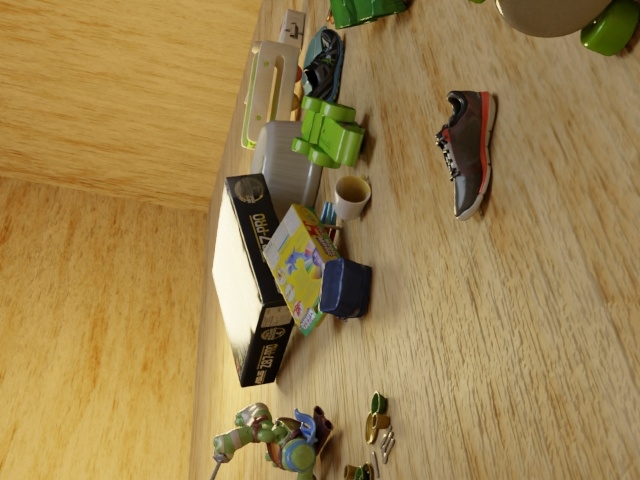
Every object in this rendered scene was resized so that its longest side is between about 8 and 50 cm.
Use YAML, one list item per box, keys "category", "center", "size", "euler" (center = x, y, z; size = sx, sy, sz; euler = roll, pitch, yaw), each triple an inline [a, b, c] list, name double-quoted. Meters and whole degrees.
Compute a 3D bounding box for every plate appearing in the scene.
- category: "plate"
  center: [-0.020, -0.447, 2.085]
  size: [0.188, 0.024, 0.188]
  euler: [-169, 90, -76]

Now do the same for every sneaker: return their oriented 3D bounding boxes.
- category: "sneaker"
  center: [0.159, -0.101, 0.963]
  size: [0.061, 0.064, 0.158]
  euler: [144, 135, -72]
- category: "sneaker"
  center: [0.004, -0.382, 1.809]
  size: [0.067, 0.078, 0.188]
  euler: [135, 144, -67]

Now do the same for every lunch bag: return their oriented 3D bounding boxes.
- category: "lunch bag"
  center: [0.043, 0.081, 1.325]
  size: [0.067, 0.065, 0.098]
  euler: [-11, 67, 59]

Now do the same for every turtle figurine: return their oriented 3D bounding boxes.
- category: "turtle figurine"
  center: [-0.100, 0.390, 1.407]
  size: [0.266, 0.197, 0.275]
  euler: [-174, 98, -81]

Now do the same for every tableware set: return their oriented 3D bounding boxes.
- category: "tableware set"
  center: [0.063, 0.290, 1.162]
  size: [0.104, 0.024, 0.154]
  euler: [-98, 21, -54]

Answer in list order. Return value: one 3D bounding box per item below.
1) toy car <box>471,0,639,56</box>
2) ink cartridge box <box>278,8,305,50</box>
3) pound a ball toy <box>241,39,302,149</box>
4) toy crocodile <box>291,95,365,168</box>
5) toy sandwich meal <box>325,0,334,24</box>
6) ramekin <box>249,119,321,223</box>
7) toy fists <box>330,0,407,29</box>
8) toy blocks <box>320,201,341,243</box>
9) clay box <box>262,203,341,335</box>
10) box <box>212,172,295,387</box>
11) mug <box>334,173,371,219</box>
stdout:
- category: "toy car"
  center: [0.216, -0.281, 0.702]
  size: [0.149, 0.155, 0.188]
  euler: [125, 161, -61]
- category: "ink cartridge box"
  center: [-0.088, -0.583, 2.405]
  size: [0.099, 0.056, 0.135]
  euler: [127, 151, -63]
- category: "pound a ball toy"
  center: [-0.128, -0.401, 2.261]
  size: [0.208, 0.135, 0.319]
  euler: [168, 111, -77]
- category: "toy crocodile"
  center: [0.023, -0.206, 1.584]
  size: [0.340, 0.105, 0.115]
  euler: [-134, 56, -69]
- category: "toy sandwich meal"
  center: [0.033, -0.540, 1.918]
  size: [0.085, 0.029, 0.086]
  euler: [-170, 90, -77]
- category: "ramekin"
  center: [-0.088, -0.155, 1.923]
  size: [0.273, 0.127, 0.273]
  euler: [-169, 90, -77]
- category: "toy fists"
  center: [0.081, -0.459, 1.460]
  size: [0.279, 0.096, 0.142]
  euler: [-146, 44, -73]
- category: "toy blocks"
  center: [0.000, 0.000, 1.587]
  size: [0.123, 0.054, 0.148]
  euler: [-169, 89, -76]
- category: "clay box"
  center: [-0.022, 0.054, 1.490]
  size: [0.127, 0.053, 0.222]
  euler: [-57, 44, 30]
- category: "box"
  center: [-0.148, 0.096, 1.810]
  size: [0.395, 0.097, 0.318]
  euler: [109, 150, -55]
- category: "mug"
  center: [0.057, -0.070, 1.427]
  size: [0.062, 0.078, 0.064]
  euler: [53, 152, 27]
